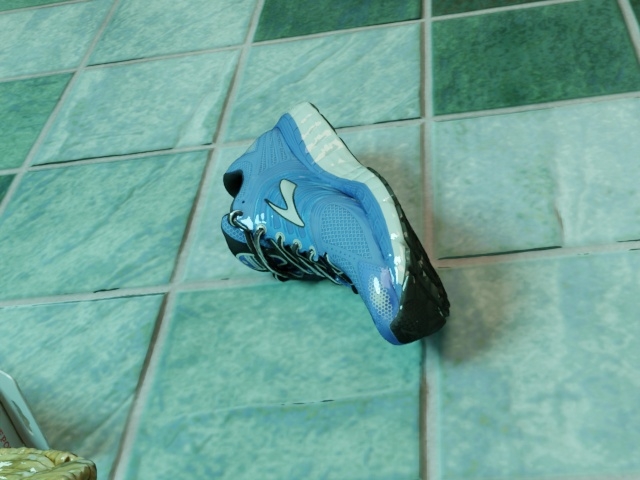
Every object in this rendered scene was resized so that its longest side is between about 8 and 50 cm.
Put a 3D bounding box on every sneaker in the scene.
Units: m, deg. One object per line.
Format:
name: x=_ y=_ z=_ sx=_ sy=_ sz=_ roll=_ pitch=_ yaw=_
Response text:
sneaker: x=0.000 y=0.000 z=0.861 sx=0.147 sy=0.130 sz=0.330 roll=-35 pitch=37 yaw=-3

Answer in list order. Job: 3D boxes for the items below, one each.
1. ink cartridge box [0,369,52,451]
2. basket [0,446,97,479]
ink cartridge box: x=-0.315 y=0.141 z=0.766 sx=0.198 sy=0.115 sz=0.067 roll=13 pitch=44 yaw=31
basket: x=-0.289 y=0.271 z=0.616 sx=0.299 sy=0.223 sz=0.213 roll=-6 pitch=5 yaw=10
